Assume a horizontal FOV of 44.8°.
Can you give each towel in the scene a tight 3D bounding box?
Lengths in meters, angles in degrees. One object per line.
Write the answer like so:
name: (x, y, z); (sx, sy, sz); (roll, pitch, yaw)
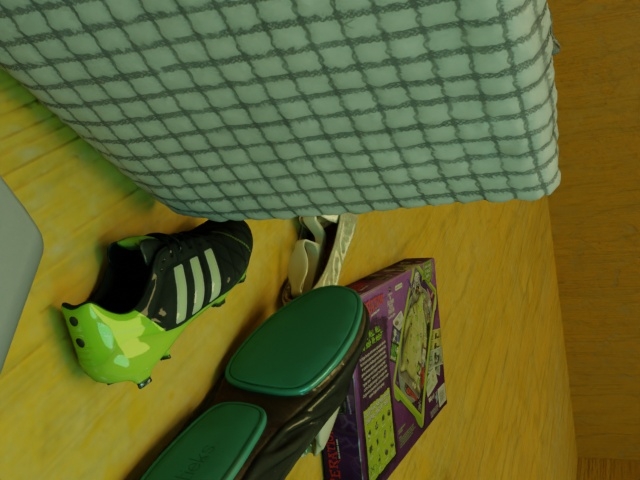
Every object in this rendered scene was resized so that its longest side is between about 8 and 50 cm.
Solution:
towel: (-0.020, -0.120, 0.416); (0.235, 0.283, 0.121); (52, 39, -54)

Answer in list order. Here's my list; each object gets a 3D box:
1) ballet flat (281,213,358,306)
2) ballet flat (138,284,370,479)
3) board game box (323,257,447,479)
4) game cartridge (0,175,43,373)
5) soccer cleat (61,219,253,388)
ballet flat: (0.000, 0.000, 0.737); (0.052, 0.057, 0.168); (44, 46, -44)
ballet flat: (-0.045, 0.140, 0.579); (0.280, 0.095, 0.096); (-44, 137, -48)
board game box: (0.081, 0.143, 0.915); (0.347, 0.056, 0.208); (-14, 104, -67)
game cartridge: (-0.214, -0.003, 0.242); (0.297, 0.062, 0.198); (52, 44, -52)
soccer cleat: (-0.097, 0.019, 0.503); (0.179, 0.060, 0.072); (-55, 134, -52)
